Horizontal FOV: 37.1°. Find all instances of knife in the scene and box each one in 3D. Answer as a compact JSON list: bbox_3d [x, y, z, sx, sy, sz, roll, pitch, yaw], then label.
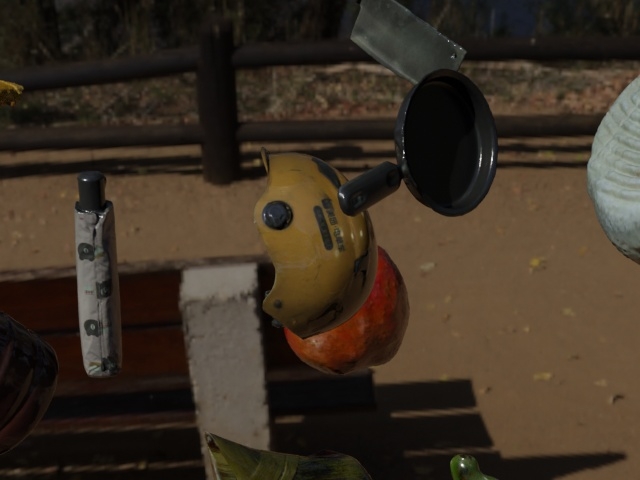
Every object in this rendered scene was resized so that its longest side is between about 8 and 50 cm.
[{"bbox_3d":[0.062,-0.245,1.076,0.019,0.072,0.245,-12,47,-47],"label":"knife"}]

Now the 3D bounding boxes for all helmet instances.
[{"bbox_3d":[0.000,0.000,1.099,0.130,0.224,0.198,-4,-9,3],"label":"helmet"}]

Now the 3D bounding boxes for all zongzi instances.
[{"bbox_3d":[-0.056,0.389,1.607,0.286,0.300,0.138,-21,32,-17],"label":"zongzi"}]

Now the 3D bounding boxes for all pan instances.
[{"bbox_3d":[0.084,-0.072,0.849,0.028,0.136,0.235,-4,18,44],"label":"pan"}]

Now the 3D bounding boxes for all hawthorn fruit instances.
[{"bbox_3d":[0.033,0.086,1.465,0.205,0.253,0.205,-8,47,9],"label":"hawthorn fruit"}]

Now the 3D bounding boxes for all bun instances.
[{"bbox_3d":[0.500,-0.114,1.182,0.194,0.354,0.354,33,18,-22],"label":"bun"}]

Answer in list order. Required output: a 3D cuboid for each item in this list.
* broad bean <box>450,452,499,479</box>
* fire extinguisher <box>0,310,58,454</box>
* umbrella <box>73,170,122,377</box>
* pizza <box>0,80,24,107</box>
[{"bbox_3d":[0.190,0.403,1.156,0.144,0.292,0.049,18,19,14],"label":"broad bean"},{"bbox_3d":[-0.330,0.045,0.611,0.102,0.344,0.138,-14,51,31],"label":"fire extinguisher"},{"bbox_3d":[-0.352,0.056,1.504,0.067,0.337,0.073,-7,19,-23],"label":"umbrella"},{"bbox_3d":[-0.558,-0.161,1.392,0.271,0.134,0.056,-23,46,-36],"label":"pizza"}]
